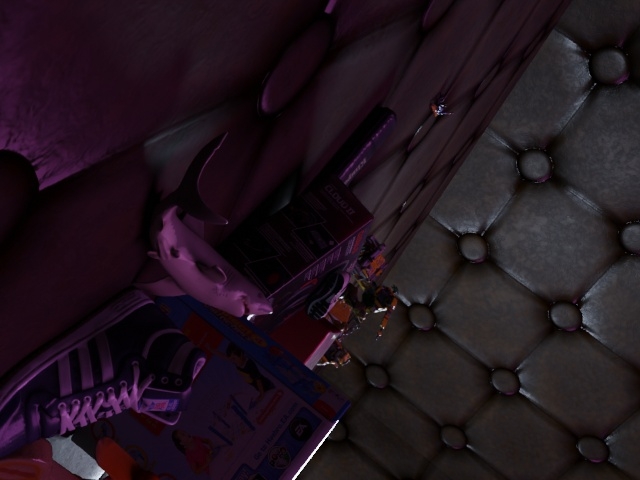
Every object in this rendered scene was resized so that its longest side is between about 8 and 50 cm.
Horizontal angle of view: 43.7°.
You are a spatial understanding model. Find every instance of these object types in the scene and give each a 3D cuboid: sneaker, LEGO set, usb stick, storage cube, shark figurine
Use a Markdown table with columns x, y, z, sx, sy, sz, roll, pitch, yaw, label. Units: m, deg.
| x | y | z | sx | sy | sz | roll | pitch | yaw | label |
| --- | --- | --- | --- | --- | --- | --- | --- | --- | --- |
| -0.251 | 0.181 | 0.913 | 0.282 | 0.153 | 0.099 | -43 | 166 | -42 | sneaker |
| 0.015 | 0.092 | 1.336 | 0.109 | 0.040 | 0.044 | -49 | 166 | 27 | sneaker |
| 0.072 | 0.141 | 1.922 | 0.331 | 0.255 | 0.192 | -32 | -173 | -33 | LEGO set |
| 0.045 | -0.132 | 1.464 | 0.278 | 0.045 | 0.077 | -50 | 170 | -11 | usb stick |
| -0.098 | 0.180 | 1.489 | 0.215 | 0.193 | 0.183 | -51 | 170 | -1 | storage cube |
| -0.151 | -0.016 | 0.939 | 0.278 | 0.166 | 0.116 | 78 | 22 | -54 | shark figurine |

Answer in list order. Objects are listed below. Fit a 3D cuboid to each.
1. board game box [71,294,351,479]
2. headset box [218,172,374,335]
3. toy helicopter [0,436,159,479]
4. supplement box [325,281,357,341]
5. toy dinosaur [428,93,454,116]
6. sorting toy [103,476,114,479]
| x | y | z | sx | sy | sz | roll | pitch | yaw | label |
| --- | --- | --- | --- | --- | --- | --- | --- | --- | --- |
| -0.165 | 0.263 | 1.161 | 0.308 | 0.302 | 0.086 | -55 | 170 | 19 | board game box |
| -0.046 | 0.034 | 1.315 | 0.293 | 0.110 | 0.218 | -36 | 165 | -22 | headset box |
| -0.320 | 0.332 | 1.039 | 0.235 | 0.140 | 0.355 | -10 | 145 | 2 | toy helicopter |
| 0.027 | 0.215 | 2.241 | 0.078 | 0.080 | 0.233 | -25 | -148 | 44 | supplement box |
| 0.280 | -0.324 | 1.934 | 0.090 | 0.047 | 0.082 | -11 | 162 | -21 | toy dinosaur |
| -0.355 | 0.513 | 1.686 | 0.127 | 0.126 | 0.365 | -59 | 167 | 31 | sorting toy |
